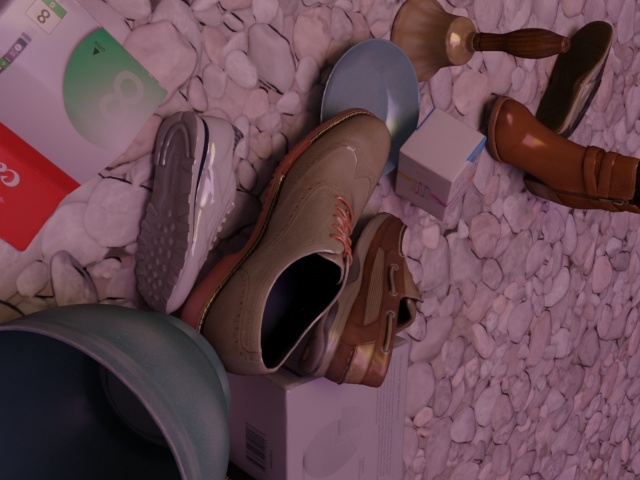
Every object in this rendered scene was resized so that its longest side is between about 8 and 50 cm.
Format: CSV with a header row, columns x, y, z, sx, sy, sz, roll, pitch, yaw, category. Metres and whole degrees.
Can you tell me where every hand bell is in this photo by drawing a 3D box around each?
x,y,z,sx,sy,sz,roll,pitch,yaw,category
0.227,-0.269,1.053,0.126,0.242,0.126,-16,114,-40,hand bell

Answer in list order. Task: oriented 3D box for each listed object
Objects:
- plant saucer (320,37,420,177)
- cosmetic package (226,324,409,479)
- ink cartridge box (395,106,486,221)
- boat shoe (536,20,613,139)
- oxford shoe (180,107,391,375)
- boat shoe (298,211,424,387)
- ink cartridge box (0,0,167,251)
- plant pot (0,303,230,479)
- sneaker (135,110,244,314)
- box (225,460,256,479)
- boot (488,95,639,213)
x,y,z,sx,sy,sz,roll,pitch,yaw,category
0.061,-0.180,1.068,0.195,0.037,0.195,-16,114,-40,plant saucer
-0.003,0.248,1.071,0.224,0.138,0.224,-12,111,-39,cosmetic package
0.172,-0.104,1.132,0.092,0.090,0.143,-51,163,-18,ink cartridge box
0.461,-0.283,1.393,0.073,0.080,0.224,29,86,-51,boat shoe
0.000,0.000,0.932,0.140,0.146,0.397,48,63,-37,oxford shoe
0.073,0.080,1.032,0.324,0.116,0.123,-61,174,-49,boat shoe
-0.280,-0.120,0.753,0.181,0.056,0.225,45,70,-42,ink cartridge box
-0.209,0.184,0.784,0.196,0.293,0.293,-39,132,-62,plant pot
-0.144,-0.027,0.893,0.094,0.090,0.235,7,100,-54,sneaker
-0.125,0.396,0.996,0.077,0.147,0.180,-2,105,-44,box
0.417,-0.133,1.291,0.109,0.220,0.283,-56,133,-15,boot
